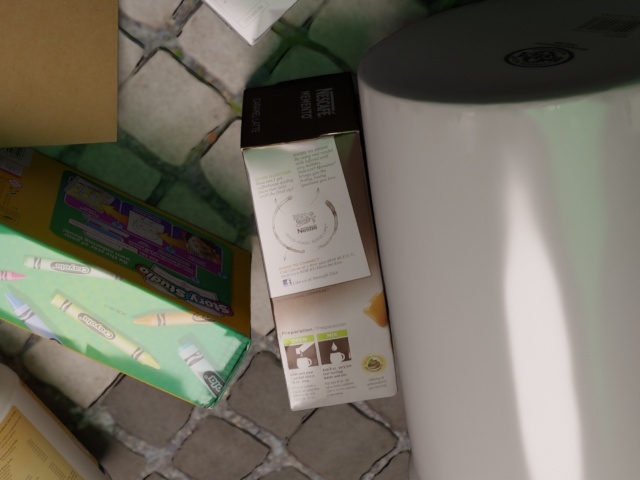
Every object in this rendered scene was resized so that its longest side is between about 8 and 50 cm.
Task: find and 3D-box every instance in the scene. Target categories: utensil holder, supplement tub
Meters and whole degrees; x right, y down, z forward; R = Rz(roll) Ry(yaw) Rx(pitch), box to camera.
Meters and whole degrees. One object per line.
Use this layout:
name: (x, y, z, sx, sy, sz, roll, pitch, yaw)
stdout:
utensil holder: (0.204, 0.020, 1.395, 0.327, 0.327, 0.385, -10, 112, 3)
supplement tub: (-0.297, 0.200, 1.563, 0.144, 0.144, 0.200, -34, 112, 13)

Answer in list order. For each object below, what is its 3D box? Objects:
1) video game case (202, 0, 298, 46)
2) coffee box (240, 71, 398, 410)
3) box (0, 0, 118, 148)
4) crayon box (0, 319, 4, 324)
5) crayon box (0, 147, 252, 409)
video game case: (-0.062, -0.331, 1.364, 0.244, 0.061, 0.269, -41, 110, 17)
coffee box: (0.000, 0.000, 1.481, 0.098, 0.141, 0.246, -9, 116, 2)
box: (-0.245, -0.174, 1.420, 0.164, 0.021, 0.201, -4, 109, -20)
crayon box: (-0.448, -0.005, 1.494, 0.203, 0.083, 0.323, -34, 112, 13)
crayon box: (-0.195, 0.020, 1.469, 0.278, 0.165, 0.081, 26, 112, -13)
